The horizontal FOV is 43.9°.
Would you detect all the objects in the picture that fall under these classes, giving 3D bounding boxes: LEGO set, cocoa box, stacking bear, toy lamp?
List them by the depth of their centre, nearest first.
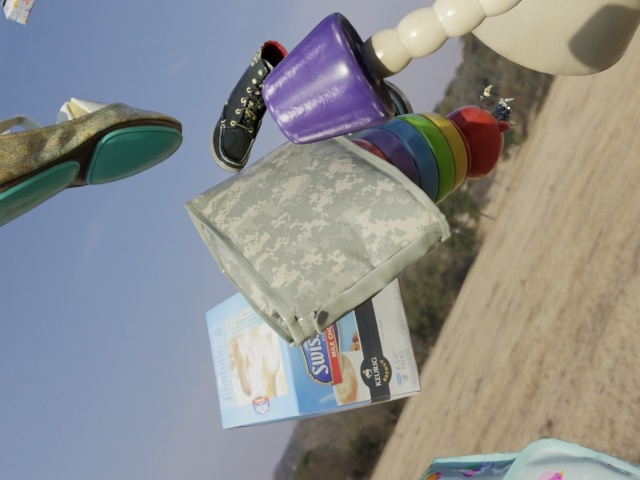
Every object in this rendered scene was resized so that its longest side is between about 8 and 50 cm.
[{"bbox_3d":[0.090,-0.142,0.478,0.275,0.080,0.080,-29,4,17],"label":"toy lamp"},{"bbox_3d":[0.168,-0.126,1.248,0.289,0.164,0.175,-25,8,-28],"label":"stacking bear"},{"bbox_3d":[0.296,-0.222,1.329,0.023,0.083,0.054,-17,-43,-41],"label":"LEGO set"},{"bbox_3d":[-0.030,0.188,1.369,0.347,0.228,0.231,-32,65,59],"label":"cocoa box"}]

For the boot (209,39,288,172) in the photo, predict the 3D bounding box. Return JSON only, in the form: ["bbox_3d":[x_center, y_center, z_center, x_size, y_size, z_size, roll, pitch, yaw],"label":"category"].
[{"bbox_3d":[-0.137,-0.263,1.540,0.178,0.085,0.236,-48,25,46],"label":"boot"}]

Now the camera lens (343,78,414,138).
[{"bbox_3d":[0.108,-0.241,1.775,0.274,0.219,0.219,-5,-63,-80],"label":"camera lens"}]

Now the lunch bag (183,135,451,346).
[{"bbox_3d":[0.000,0.000,1.018,0.235,0.287,0.169,-34,-52,-12],"label":"lunch bag"}]

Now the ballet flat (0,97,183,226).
[{"bbox_3d":[-0.321,-0.118,0.995,0.348,0.123,0.123,-33,-32,-47],"label":"ballet flat"}]

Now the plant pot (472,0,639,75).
[{"bbox_3d":[0.320,-0.383,0.938,0.256,0.257,0.274,-62,-3,-35],"label":"plant pot"}]

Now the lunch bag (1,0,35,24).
[{"bbox_3d":[-0.640,-0.510,1.681,0.071,0.053,0.083,-54,43,25],"label":"lunch bag"}]

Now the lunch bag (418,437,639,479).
[{"bbox_3d":[0.164,0.292,0.672,0.223,0.160,0.262,-41,10,-39],"label":"lunch bag"}]
